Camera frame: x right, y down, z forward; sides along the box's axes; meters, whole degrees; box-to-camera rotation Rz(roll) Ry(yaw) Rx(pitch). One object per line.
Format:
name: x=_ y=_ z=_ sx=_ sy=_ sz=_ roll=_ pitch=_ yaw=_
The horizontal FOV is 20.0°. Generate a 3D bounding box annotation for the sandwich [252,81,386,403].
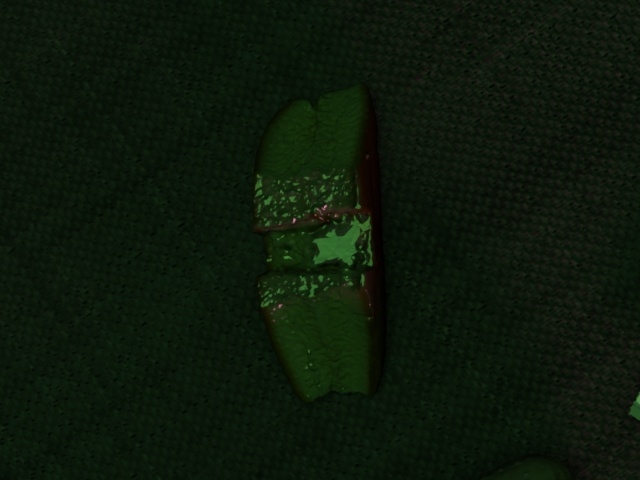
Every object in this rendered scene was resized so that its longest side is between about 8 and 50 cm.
sandwich: x=0.000 y=0.000 z=1.359 sx=0.090 sy=0.088 sz=0.244 roll=-4 pitch=86 yaw=12

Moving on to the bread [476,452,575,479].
bread: x=0.051 y=0.276 z=1.289 sx=0.337 sy=0.183 sz=0.102 roll=-39 pitch=73 yaw=4

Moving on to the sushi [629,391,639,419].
sushi: x=0.367 y=0.045 z=1.321 sx=0.193 sy=0.043 sz=0.279 roll=24 pitch=90 yaw=10
